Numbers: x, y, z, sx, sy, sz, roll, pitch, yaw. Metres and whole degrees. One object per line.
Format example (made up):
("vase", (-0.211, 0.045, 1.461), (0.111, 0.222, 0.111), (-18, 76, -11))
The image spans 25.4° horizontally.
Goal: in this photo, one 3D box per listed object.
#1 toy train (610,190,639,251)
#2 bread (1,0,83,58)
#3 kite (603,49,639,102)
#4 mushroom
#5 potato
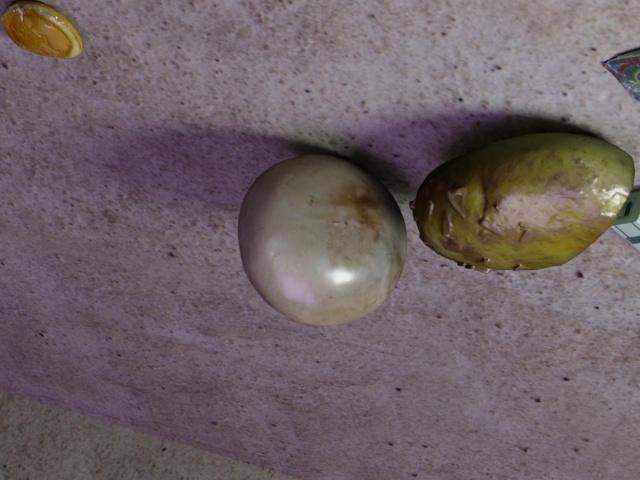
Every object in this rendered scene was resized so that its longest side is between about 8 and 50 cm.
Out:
("toy train", (0.446, 0.022, 1.721), (0.234, 0.051, 0.052), (36, 154, -26))
("bread", (-0.354, -0.266, 1.814), (0.110, 0.024, 0.110), (18, 154, 9))
("kite", (0.415, -0.179, 1.412), (0.152, 0.015, 0.285), (30, 152, -16))
("mushroom", (0.000, 0.000, 1.826), (0.226, 0.226, 0.178), (25, 160, -7))
("potato", (0.237, -0.041, 1.661), (0.176, 0.141, 0.298), (30, 154, -35))
